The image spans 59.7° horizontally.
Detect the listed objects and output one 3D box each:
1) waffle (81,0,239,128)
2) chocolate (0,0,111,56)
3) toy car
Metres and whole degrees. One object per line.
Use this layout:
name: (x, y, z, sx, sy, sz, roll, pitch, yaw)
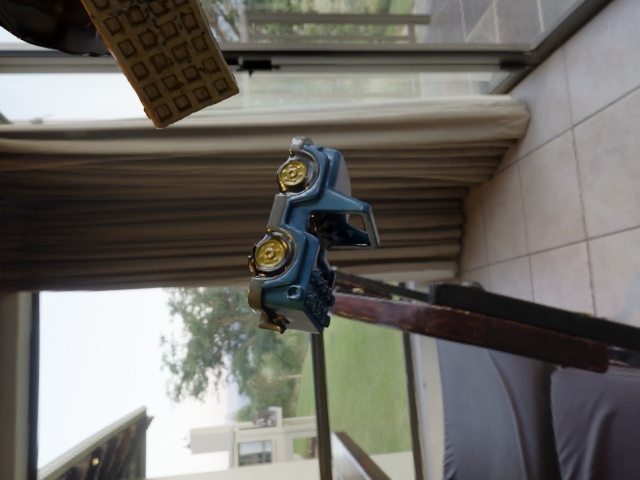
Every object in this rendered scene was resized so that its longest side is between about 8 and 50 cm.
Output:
waffle: (-0.152, -0.193, 0.539, 0.042, 0.102, 0.148, -117, 3, -56)
chocolate: (-0.292, -0.359, 0.582, 0.186, 0.284, 0.283, -46, 35, 28)
toy car: (0.000, 0.000, 0.533, 0.097, 0.100, 0.191, 65, -145, -63)
